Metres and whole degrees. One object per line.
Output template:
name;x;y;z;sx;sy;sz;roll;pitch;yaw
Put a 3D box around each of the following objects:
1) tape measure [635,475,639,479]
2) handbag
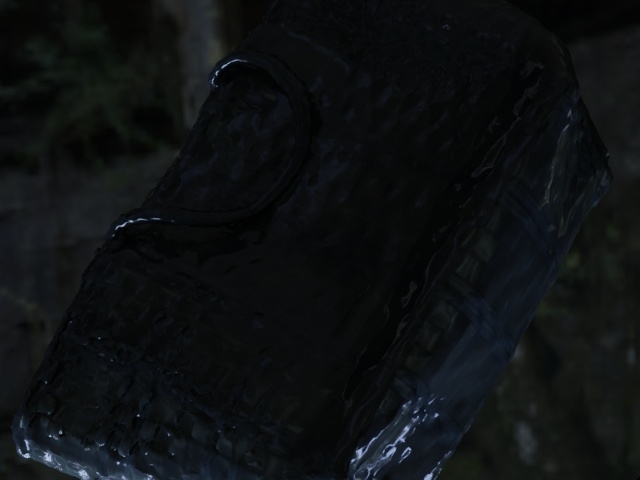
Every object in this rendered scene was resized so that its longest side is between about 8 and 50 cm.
tape measure;0.254;0.124;0.897;0.186;0.199;0.112;38;-161;18
handbag;0.000;0.000;0.776;0.175;0.270;0.088;26;169;29
